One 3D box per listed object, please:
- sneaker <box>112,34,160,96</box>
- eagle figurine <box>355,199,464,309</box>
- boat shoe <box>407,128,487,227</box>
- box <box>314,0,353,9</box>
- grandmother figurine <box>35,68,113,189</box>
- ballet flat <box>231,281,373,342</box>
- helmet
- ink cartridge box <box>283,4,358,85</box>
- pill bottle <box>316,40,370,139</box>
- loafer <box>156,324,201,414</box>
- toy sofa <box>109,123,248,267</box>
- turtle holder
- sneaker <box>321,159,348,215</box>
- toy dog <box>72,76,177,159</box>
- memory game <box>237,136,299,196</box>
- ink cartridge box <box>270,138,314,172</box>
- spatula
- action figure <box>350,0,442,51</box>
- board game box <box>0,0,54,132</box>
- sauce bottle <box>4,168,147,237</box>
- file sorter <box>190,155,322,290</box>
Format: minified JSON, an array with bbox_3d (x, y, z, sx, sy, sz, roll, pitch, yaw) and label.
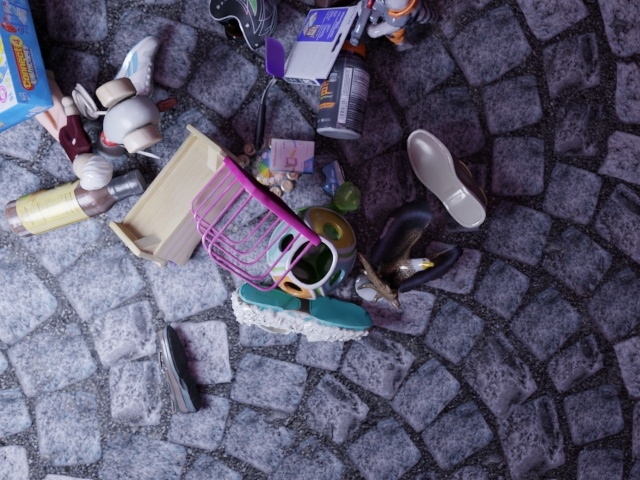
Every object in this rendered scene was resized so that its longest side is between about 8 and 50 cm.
[{"bbox_3d":[-0.488,-0.443,1.170,0.092,0.087,0.229,32,98,-13],"label":"sneaker"},{"bbox_3d":[0.249,0.058,1.237,0.298,0.225,0.226,-43,142,-35],"label":"eagle figurine"},{"bbox_3d":[0.371,-0.189,1.254,0.116,0.097,0.324,-36,94,39],"label":"boat shoe"},{"bbox_3d":[0.046,-0.736,1.128,0.168,0.203,0.167,-31,97,-3],"label":"box"},{"bbox_3d":[-0.640,-0.266,1.103,0.104,0.208,0.342,-30,75,-27],"label":"grandmother figurine"},{"bbox_3d":[-0.057,0.221,1.248,0.409,0.147,0.147,15,93,-3],"label":"ballet flat"},{"bbox_3d":[-0.192,-0.598,1.140,0.161,0.169,0.169,17,93,11],"label":"helmet"},{"bbox_3d":[0.004,-0.517,1.152,0.045,0.208,0.206,24,92,-44],"label":"ink cartridge box"},{"bbox_3d":[0.067,-0.413,1.192,0.130,0.130,0.246,7,93,-6],"label":"pill bottle"},{"bbox_3d":[-0.424,0.377,1.231,0.084,0.096,0.268,-17,98,2],"label":"loafer"},{"bbox_3d":[-0.372,-0.112,1.179,0.150,0.177,0.362,38,91,25],"label":"toy sofa"},{"bbox_3d":[0.005,0.019,1.161,0.320,0.227,0.243,-30,97,3],"label":"turtle holder"},{"bbox_3d":[0.045,-0.147,1.255,0.073,0.063,0.162,-13,97,19],"label":"sneaker"},{"bbox_3d":[-0.463,-0.297,1.079,0.161,0.333,0.220,-31,123,-32],"label":"toy dog"},{"bbox_3d":[-0.151,-0.209,1.247,0.186,0.012,0.186,0,94,-5],"label":"memory game"},{"bbox_3d":[-0.081,-0.236,1.219,0.122,0.052,0.089,3,95,-4],"label":"ink cartridge box"},{"bbox_3d":[-0.146,-0.394,1.187,0.030,0.084,0.296,24,109,27],"label":"spatula"},{"bbox_3d":[0.217,-0.620,1.049,0.178,0.330,0.341,27,117,8],"label":"action figure"},{"bbox_3d":[-0.814,-0.440,1.059,0.308,0.086,0.302,-9,96,29],"label":"board game box"},{"bbox_3d":[-0.648,-0.108,1.165,0.344,0.111,0.111,-18,96,-5],"label":"sauce bottle"},{"bbox_3d":[-0.174,-0.041,1.029,0.202,0.291,0.182,39,94,-32],"label":"file sorter"}]
